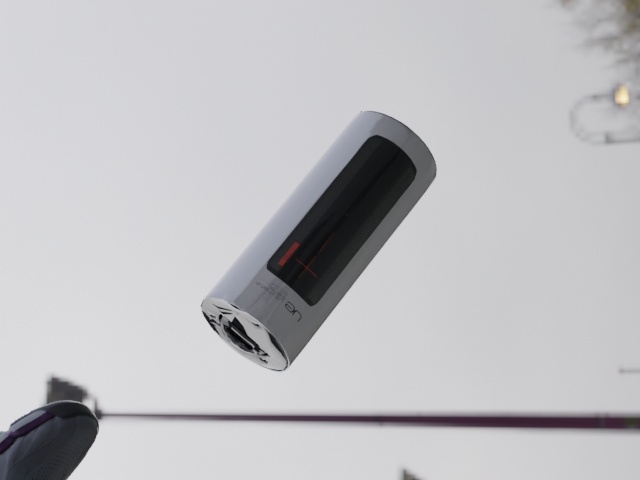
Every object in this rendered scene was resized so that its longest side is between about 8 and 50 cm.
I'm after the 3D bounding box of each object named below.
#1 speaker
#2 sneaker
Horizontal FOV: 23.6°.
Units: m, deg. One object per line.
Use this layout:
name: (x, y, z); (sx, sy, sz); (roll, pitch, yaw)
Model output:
speaker: (0.000, 0.000, 0.771); (0.136, 0.055, 0.055); (-51, -42, -25)
sneaker: (-0.226, 0.217, 1.083); (0.223, 0.098, 0.083); (-45, -36, 2)
